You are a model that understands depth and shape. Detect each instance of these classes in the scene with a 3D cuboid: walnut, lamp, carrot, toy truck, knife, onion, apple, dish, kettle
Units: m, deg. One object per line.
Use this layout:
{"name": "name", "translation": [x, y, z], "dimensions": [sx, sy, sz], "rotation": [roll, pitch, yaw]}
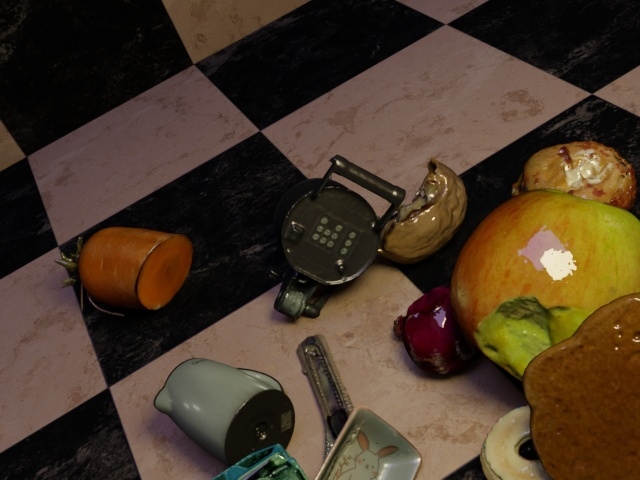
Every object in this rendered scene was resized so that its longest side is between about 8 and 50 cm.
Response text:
{"name": "walnut", "translation": [0.217, -0.036, 1.741], "dimensions": [0.238, 0.141, 0.204], "rotation": [-55, -1, 32]}
{"name": "lamp", "translation": [0.012, -0.036, 1.756], "dimensions": [0.374, 0.205, 0.272], "rotation": [-58, 13, 24]}
{"name": "carrot", "translation": [-0.465, 0.069, 1.965], "dimensions": [0.331, 0.214, 0.193], "rotation": [9, 19, 31]}
{"name": "toy truck", "translation": [-0.135, 0.467, 1.338], "dimensions": [0.279, 0.155, 0.156], "rotation": [-32, 29, -8]}
{"name": "knife", "translation": [0.013, 0.296, 1.547], "dimensions": [0.089, 0.043, 0.365], "rotation": [-23, 36, 1]}
{"name": "onion", "translation": [0.205, 0.155, 1.535], "dimensions": [0.198, 0.135, 0.173], "rotation": [6, 44, 37]}
{"name": "apple", "translation": [0.386, 0.072, 1.356], "dimensions": [0.340, 0.339, 0.339], "rotation": [-15, 38, 12]}
{"name": "dish", "translation": [0.053, 0.402, 1.339], "dimensions": [0.064, 0.154, 0.234], "rotation": [-36, 15, 54]}
{"name": "kettle", "translation": [-0.164, 0.309, 1.555], "dimensions": [0.221, 0.161, 0.236], "rotation": [-18, 24, -41]}

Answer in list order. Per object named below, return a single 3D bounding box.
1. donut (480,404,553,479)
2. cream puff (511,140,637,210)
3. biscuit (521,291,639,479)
{"name": "donut", "translation": [0.338, 0.343, 1.292], "dimensions": [0.175, 0.068, 0.174], "rotation": [-13, 39, 11]}
{"name": "cream puff", "translation": [0.505, -0.091, 1.646], "dimensions": [0.240, 0.164, 0.240], "rotation": [-5, 48, 5]}
{"name": "biscuit", "translation": [0.481, 0.223, 1.148], "dimensions": [0.359, 0.074, 0.381], "rotation": [34, 102, 13]}
